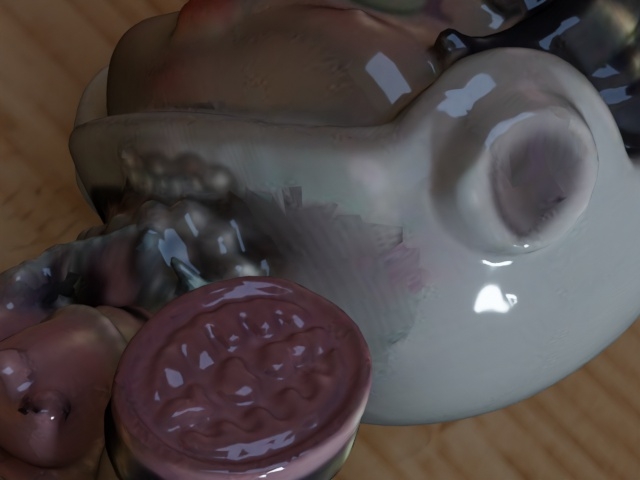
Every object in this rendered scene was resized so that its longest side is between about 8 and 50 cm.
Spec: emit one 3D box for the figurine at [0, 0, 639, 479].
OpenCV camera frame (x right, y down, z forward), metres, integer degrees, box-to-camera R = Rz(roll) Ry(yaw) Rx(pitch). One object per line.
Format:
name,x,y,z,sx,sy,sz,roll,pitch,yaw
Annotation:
figurine,-0.008,-0.003,0.691,0.361,0.253,0.211,-47,140,-30
